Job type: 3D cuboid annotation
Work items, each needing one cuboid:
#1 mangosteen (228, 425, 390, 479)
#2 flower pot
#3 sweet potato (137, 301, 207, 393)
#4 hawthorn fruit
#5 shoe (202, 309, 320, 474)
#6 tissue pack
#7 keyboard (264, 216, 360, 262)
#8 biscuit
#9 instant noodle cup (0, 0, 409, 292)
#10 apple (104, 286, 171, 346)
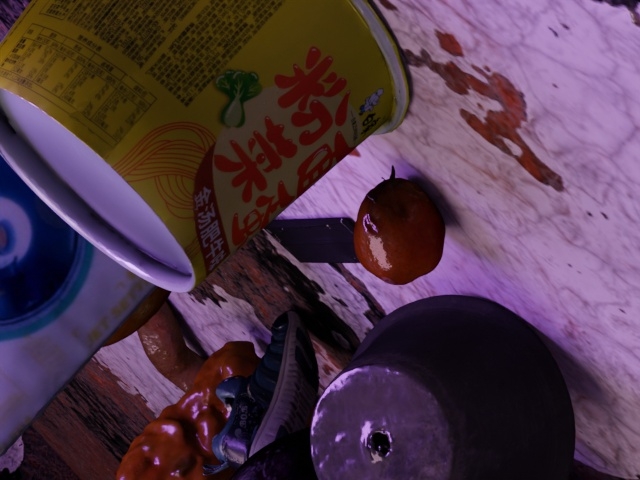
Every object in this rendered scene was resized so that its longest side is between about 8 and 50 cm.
[{"bbox_3d":[0.080,0.365,1.960,0.435,0.382,0.382,10,168,-13],"label":"mangosteen"},{"bbox_3d":[0.085,0.167,1.692,0.235,0.235,0.148,32,-161,26],"label":"flower pot"},{"bbox_3d":[-0.212,0.122,2.561,0.067,0.059,0.281,-16,135,17],"label":"sweet potato"},{"bbox_3d":[0.062,-0.015,1.624,0.081,0.081,0.093,23,147,45],"label":"hawthorn fruit"},{"bbox_3d":[-0.064,0.169,2.133,0.106,0.207,0.091,7,150,22],"label":"shoe"},{"bbox_3d":[-0.306,-0.002,1.908,0.287,0.388,0.162,45,163,-12],"label":"tissue pack"},{"bbox_3d":[0.000,0.000,1.900,0.063,0.010,0.198,45,163,-18],"label":"keyboard"},{"bbox_3d":[-0.110,0.306,2.371,0.110,0.312,0.318,23,153,42],"label":"biscuit"},{"bbox_3d":[-0.113,-0.115,1.506,0.311,0.221,0.311,38,163,14],"label":"instant noodle cup"},{"bbox_3d":[-0.263,-0.005,2.165,0.246,0.246,0.226,42,144,-2],"label":"apple"}]
